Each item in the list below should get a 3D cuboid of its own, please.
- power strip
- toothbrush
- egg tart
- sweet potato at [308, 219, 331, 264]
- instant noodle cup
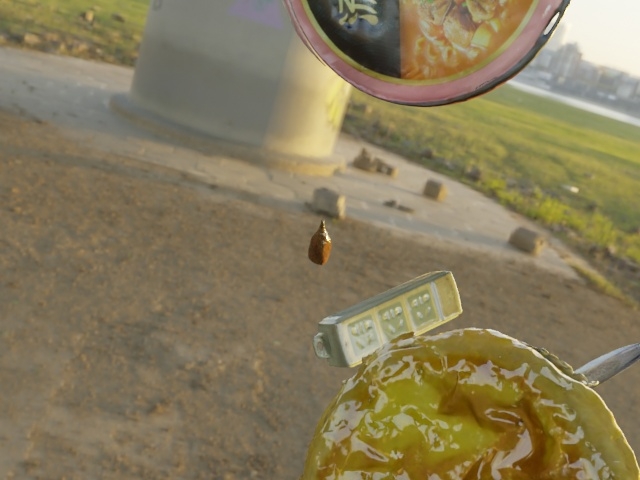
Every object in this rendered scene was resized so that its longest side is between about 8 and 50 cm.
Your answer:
[{"bbox_3d":[0.108,0.116,1.334,0.272,0.078,0.052,-20,7,-35],"label":"power strip"},{"bbox_3d":[0.306,0.253,1.297,0.035,0.413,0.042,47,29,-5],"label":"toothbrush"},{"bbox_3d":[0.136,0.251,0.806,0.341,0.341,0.132,24,0,27],"label":"egg tart"},{"bbox_3d":[0.000,0.000,1.913,0.049,0.117,0.049,4,41,-3],"label":"sweet potato"},{"bbox_3d":[0.076,-0.252,0.793,0.243,0.244,0.255,15,16,-7],"label":"instant noodle cup"}]
